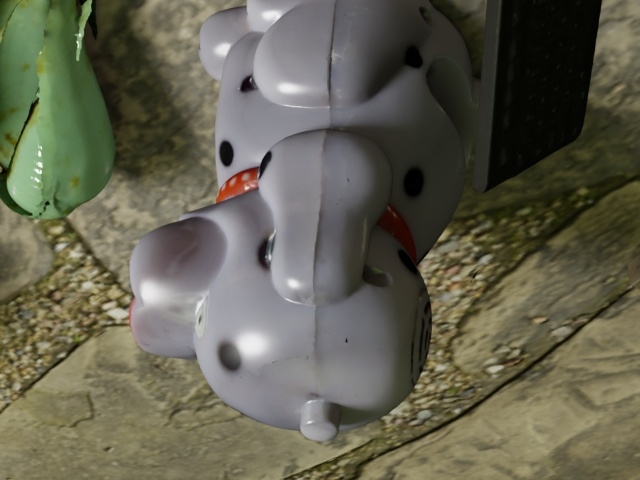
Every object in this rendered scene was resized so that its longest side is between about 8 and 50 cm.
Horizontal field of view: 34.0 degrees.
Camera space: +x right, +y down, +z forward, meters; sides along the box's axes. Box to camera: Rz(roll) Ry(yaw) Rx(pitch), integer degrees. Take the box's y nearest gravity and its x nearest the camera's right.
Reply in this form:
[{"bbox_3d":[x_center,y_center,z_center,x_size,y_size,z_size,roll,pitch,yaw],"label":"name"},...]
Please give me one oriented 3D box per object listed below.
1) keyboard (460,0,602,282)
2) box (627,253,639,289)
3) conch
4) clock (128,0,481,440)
[{"bbox_3d":[0.103,-0.112,0.497,0.041,0.103,0.381,32,134,33],"label":"keyboard"},{"bbox_3d":[0.265,0.025,0.733,0.083,0.024,0.053,24,134,-20],"label":"box"},{"bbox_3d":[-0.178,-0.089,0.632,0.106,0.079,0.170,3,122,-5],"label":"conch"},{"bbox_3d":[-0.002,-0.002,0.573,0.189,0.253,0.188,7,139,6],"label":"clock"}]
